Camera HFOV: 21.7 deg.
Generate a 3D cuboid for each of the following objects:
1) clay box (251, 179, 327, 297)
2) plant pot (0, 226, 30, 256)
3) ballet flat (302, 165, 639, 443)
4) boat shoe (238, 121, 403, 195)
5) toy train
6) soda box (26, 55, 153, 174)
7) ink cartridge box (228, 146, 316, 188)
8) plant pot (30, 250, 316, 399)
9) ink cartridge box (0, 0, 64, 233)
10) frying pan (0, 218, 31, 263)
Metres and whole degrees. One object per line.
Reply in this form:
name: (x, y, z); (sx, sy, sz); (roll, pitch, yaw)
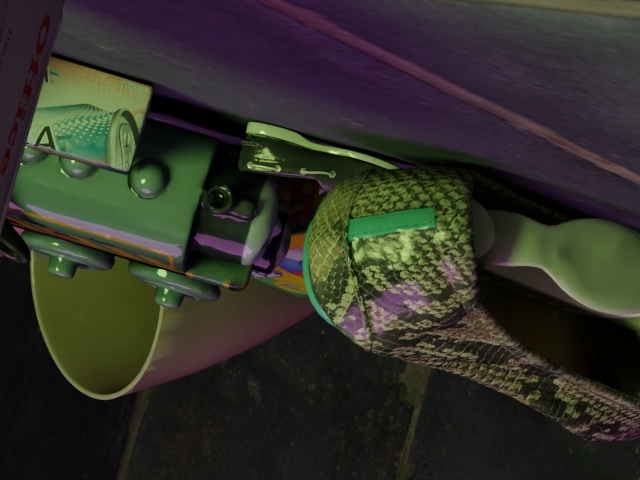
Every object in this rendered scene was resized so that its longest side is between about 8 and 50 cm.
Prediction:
clay box: (0.000, 0.000, 1.393); (0.222, 0.053, 0.127); (-12, 152, 44)
plant pot: (-0.344, -0.059, 1.640); (0.180, 0.201, 0.201); (0, 176, 5)
ballet flat: (0.194, 0.051, 1.211); (0.182, 0.164, 0.483); (-12, 159, 37)
boat shoe: (0.003, -0.050, 1.182); (0.125, 0.038, 0.046); (16, 178, -2)
toy train: (-0.183, -0.047, 1.259); (0.334, 0.142, 0.190); (18, 172, 0)
soda box: (-0.208, -0.099, 1.128); (0.183, 0.063, 0.058); (16, 178, -6)
ink cartridge box: (-0.139, -0.067, 1.515); (0.371, 0.069, 0.176); (19, 177, -17)
plant pot: (-0.126, 0.026, 1.770); (0.274, 0.256, 0.256); (-4, -169, -40)
ink cartridge box: (-0.199, -0.047, 0.634); (0.114, 0.198, 0.273); (16, 177, 4)
frying pan: (-0.317, -0.079, 1.089); (0.197, 0.053, 0.326); (19, 152, 14)
